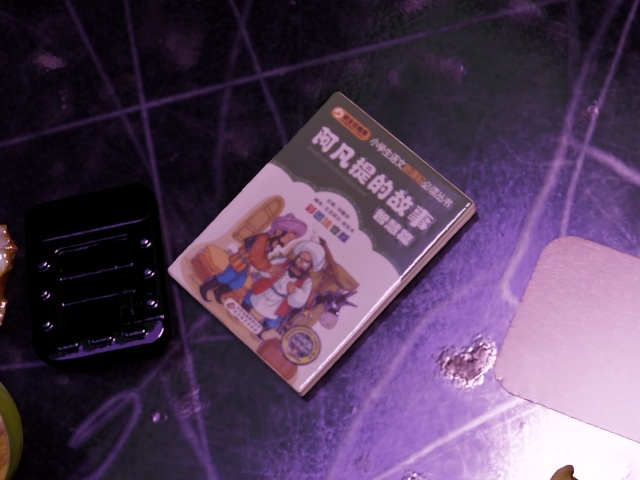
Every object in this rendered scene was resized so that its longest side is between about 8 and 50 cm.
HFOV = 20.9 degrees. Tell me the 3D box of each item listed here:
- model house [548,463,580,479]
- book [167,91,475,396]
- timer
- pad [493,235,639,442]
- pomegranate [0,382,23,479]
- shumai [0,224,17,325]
[{"bbox_3d":[0.252,0.341,1.521,0.234,0.193,0.175,38,80,22],"label":"model house"},{"bbox_3d":[0.000,0.000,1.786,0.202,0.027,0.264,41,84,23],"label":"book"},{"bbox_3d":[-0.233,0.040,1.813,0.144,0.055,0.187,-11,65,7],"label":"timer"},{"bbox_3d":[0.316,0.108,1.689,0.266,0.002,0.176,20,76,19],"label":"pad"},{"bbox_3d":[-0.373,0.215,1.736,0.241,0.159,0.190,37,91,-6],"label":"pomegranate"},{"bbox_3d":[-0.398,0.047,1.828,0.142,0.184,0.184,24,76,-11],"label":"shumai"}]
